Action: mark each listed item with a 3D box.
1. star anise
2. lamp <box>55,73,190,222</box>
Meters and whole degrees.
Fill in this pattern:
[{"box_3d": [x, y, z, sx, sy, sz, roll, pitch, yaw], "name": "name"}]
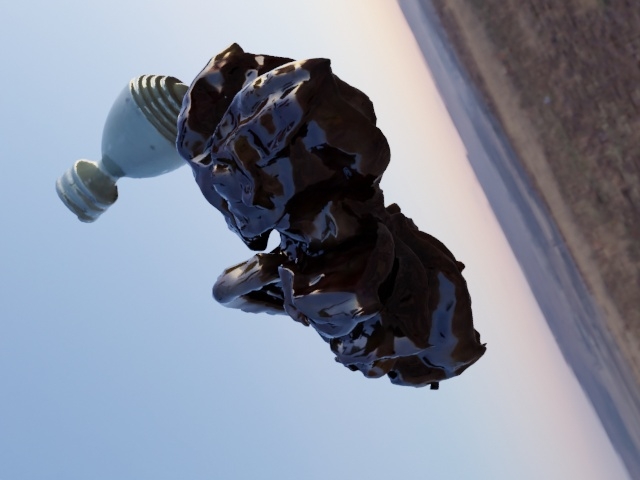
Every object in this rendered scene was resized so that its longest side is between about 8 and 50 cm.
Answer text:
[{"box_3d": [0.000, 0.000, 0.471, 0.220, 0.126, 0.190, 55, 166, -17], "name": "star anise"}, {"box_3d": [-0.205, -0.101, 0.948, 0.106, 0.193, 0.106, 47, -162, -20], "name": "lamp"}]
